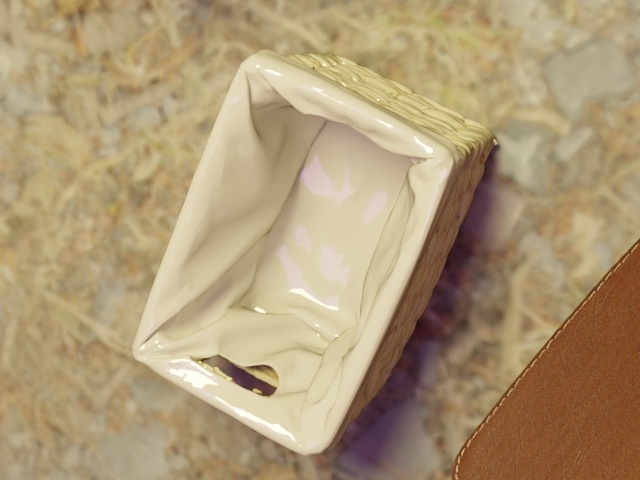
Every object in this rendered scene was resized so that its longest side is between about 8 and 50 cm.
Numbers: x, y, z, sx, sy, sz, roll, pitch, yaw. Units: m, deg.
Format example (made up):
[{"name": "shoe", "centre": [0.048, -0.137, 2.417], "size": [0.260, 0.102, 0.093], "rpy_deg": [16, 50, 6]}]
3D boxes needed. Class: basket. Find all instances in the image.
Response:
[{"name": "basket", "centre": [0.000, 0.000, 0.838], "size": [0.113, 0.103, 0.167], "rpy_deg": [28, 109, 13]}]

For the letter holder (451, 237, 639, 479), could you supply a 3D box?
[{"name": "letter holder", "centre": [0.214, 0.088, 0.767], "size": [0.152, 0.214, 0.302], "rpy_deg": [30, 113, -22]}]
